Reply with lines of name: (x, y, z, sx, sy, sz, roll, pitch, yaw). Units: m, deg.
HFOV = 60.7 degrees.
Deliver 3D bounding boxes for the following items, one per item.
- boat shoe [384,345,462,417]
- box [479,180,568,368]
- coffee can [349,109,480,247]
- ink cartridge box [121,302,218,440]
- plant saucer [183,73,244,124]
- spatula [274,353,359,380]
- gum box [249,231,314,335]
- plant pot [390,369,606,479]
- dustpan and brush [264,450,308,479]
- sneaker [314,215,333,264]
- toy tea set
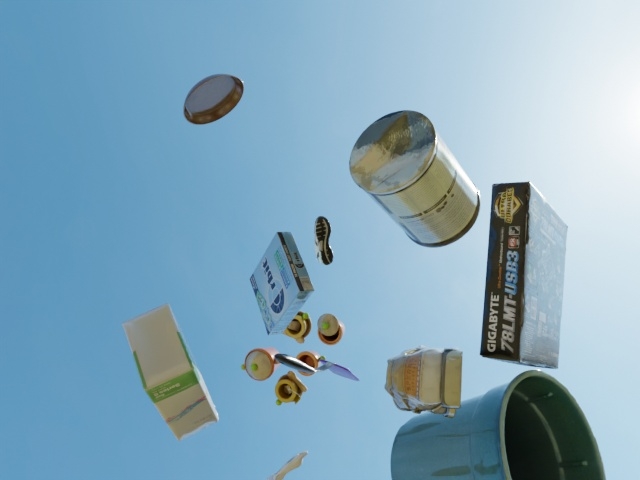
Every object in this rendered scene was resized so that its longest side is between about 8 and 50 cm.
boat shoe: (0.161, 0.211, 0.842, 0.103, 0.302, 0.113, 3, -110, 13)
box: (0.376, 0.077, 0.987, 0.295, 0.073, 0.293, 22, -108, -53)
coffee can: (0.218, -0.130, 1.228, 0.201, 0.201, 0.275, -57, -43, -4)
ink cartridge box: (-0.270, 0.244, 1.000, 0.093, 0.154, 0.212, -25, -39, -14)
plant saucer: (-0.269, -0.355, 1.353, 0.168, 0.168, 0.029, -30, -104, -16)
spatula: (-0.007, 0.266, 1.148, 0.296, 0.084, 0.030, 28, -104, -55)
gum box: (-0.091, 0.097, 1.217, 0.041, 0.157, 0.184, -1, -37, -33)
plant pot: (0.350, 0.476, 1.147, 0.341, 0.334, 0.341, 19, -123, -32)
dustpan and brush: (-0.100, 0.490, 1.078, 0.211, 0.147, 0.060, -33, -95, 8)
sneaker: (0.000, 0.000, 1.207, 0.040, 0.044, 0.109, -6, -85, -26)
toy tea set: (-0.080, 0.324, 1.581, 0.200, 0.124, 0.336, 41, -76, 15)
